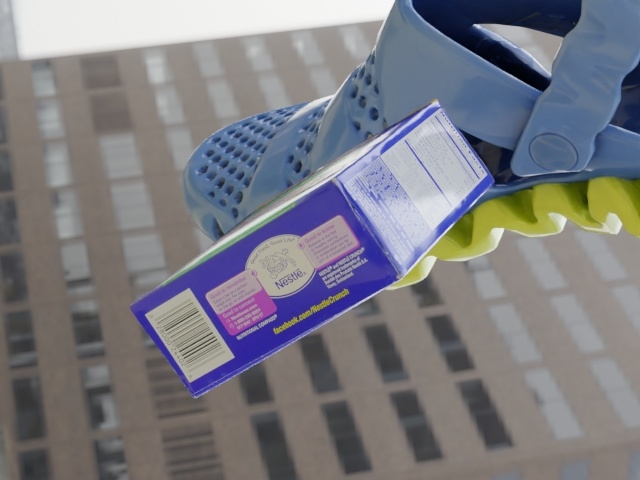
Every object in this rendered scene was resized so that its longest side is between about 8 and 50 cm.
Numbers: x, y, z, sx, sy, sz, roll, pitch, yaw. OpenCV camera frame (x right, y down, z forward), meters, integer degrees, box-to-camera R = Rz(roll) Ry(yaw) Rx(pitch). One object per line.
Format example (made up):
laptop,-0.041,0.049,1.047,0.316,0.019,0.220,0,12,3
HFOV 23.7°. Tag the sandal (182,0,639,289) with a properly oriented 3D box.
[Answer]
sandal,0.066,-0.063,0.672,0.138,0.317,0.126,56,38,-33

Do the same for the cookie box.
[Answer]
cookie box,0.000,0.000,0.523,0.040,0.092,0.107,57,28,-4
